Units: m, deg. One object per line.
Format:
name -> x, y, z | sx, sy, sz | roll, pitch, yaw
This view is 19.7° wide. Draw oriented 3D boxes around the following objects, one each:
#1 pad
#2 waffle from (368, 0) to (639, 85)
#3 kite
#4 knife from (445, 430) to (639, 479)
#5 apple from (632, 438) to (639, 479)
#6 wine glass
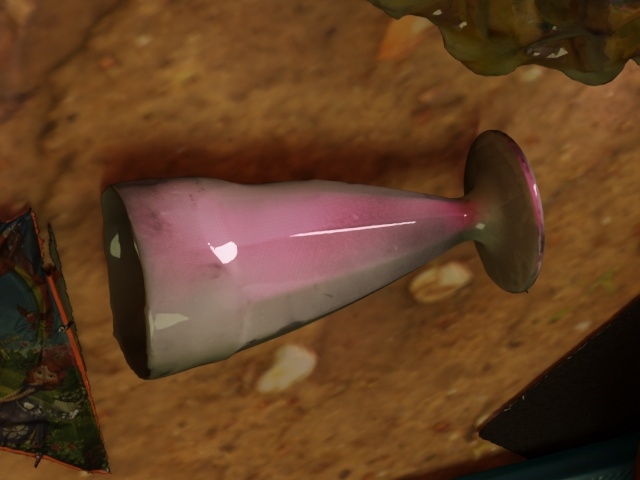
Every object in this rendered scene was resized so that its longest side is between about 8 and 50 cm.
pad -> 0.189, 0.048, 0.874 | 0.211, 0.003, 0.143 | -41, 138, 20
waffle -> 0.112, -0.136, 0.591 | 0.204, 0.054, 0.223 | 12, 128, -36
kite -> -0.153, 0.052, 0.701 | 0.183, 0.014, 0.241 | -42, 139, 22
knife -> 0.170, 0.101, 0.903 | 0.296, 0.026, 0.044 | -11, 127, -12
apple -> 0.244, 0.128, 0.830 | 0.209, 0.164, 0.209 | -5, 114, -12
wine glass -> 0.000, 0.000, 0.677 | 0.155, 0.073, 0.073 | -13, 139, -17
